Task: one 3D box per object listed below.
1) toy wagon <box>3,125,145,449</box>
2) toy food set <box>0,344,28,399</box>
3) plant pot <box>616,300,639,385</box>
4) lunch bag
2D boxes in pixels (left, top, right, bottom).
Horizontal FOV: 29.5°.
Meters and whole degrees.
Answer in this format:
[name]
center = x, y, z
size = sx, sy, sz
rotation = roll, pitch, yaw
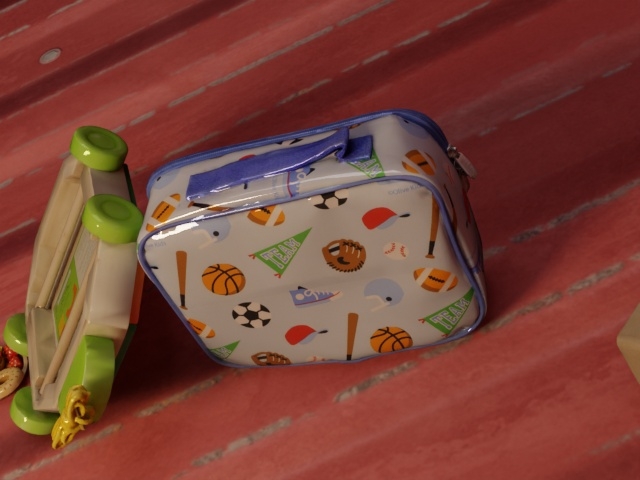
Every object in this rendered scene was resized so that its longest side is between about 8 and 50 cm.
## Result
[toy wagon]
center = -0.235, 0.065, 1.180
size = 0.068, 0.267, 0.344
rotation = 11, 33, -26
[toy food set]
center = -0.353, 0.145, 1.310
size = 0.082, 0.020, 0.083
rotation = -17, 41, 11
[plant pot]
center = 0.301, 0.083, 0.962
size = 0.096, 0.109, 0.109
rotation = 6, 48, 49
[lunch bag]
center = 0.000, 0.000, 1.100
size = 0.303, 0.243, 0.115
rotation = -13, 43, 17
